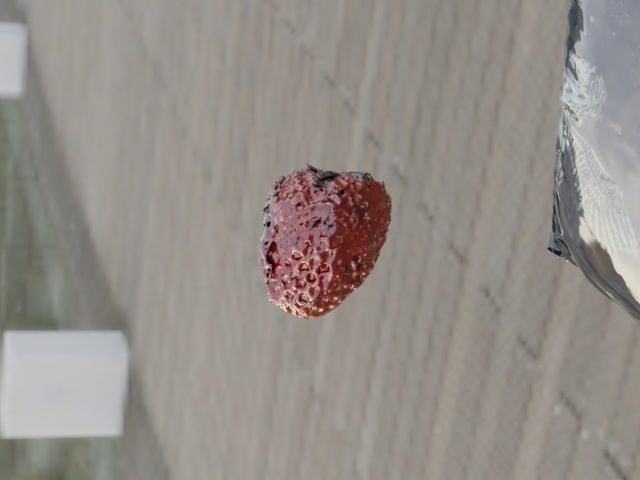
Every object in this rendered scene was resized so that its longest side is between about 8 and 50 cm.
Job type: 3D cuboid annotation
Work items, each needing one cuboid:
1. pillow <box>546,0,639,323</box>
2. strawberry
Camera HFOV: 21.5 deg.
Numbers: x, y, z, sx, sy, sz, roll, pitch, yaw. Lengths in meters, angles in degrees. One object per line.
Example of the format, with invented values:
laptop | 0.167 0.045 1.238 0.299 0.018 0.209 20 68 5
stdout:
pillow | 0.123 -0.036 0.516 0.141 0.055 0.208 46 152 35
strawberry | 0.000 0.000 1.025 0.083 0.083 0.096 -157 83 -71
